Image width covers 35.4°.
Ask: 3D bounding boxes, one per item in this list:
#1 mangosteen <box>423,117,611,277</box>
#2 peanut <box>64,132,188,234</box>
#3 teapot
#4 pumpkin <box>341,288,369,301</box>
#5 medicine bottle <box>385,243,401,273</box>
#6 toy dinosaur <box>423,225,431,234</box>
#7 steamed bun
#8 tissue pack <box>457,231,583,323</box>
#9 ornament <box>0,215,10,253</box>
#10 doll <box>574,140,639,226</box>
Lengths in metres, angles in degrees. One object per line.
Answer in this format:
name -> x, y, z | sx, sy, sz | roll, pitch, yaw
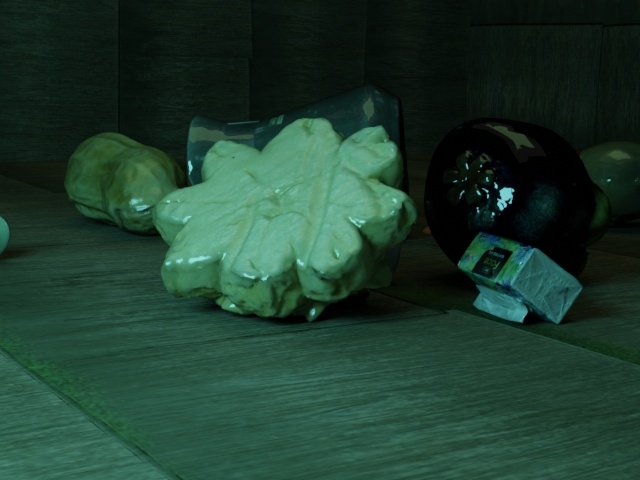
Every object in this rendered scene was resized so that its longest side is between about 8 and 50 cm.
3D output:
mangosteen -> 0.250, -0.043, 1.288 | 0.243, 0.243, 0.243 | 1, 8, 0
peanut -> -0.326, -0.098, 1.711 | 0.340, 0.158, 0.174 | 15, -6, 45
teapot -> -0.028, -0.133, 1.677 | 0.344, 0.253, 0.300 | -2, 24, 7
pumpkin -> 0.021, 0.050, 1.173 | 0.073, 0.035, 0.101 | 3, 6, -8
medicine bottle -> 0.000, 0.000, 1.272 | 0.187, 0.102, 0.103 | -1, 9, -15
toy dinosaur -> 0.298, -0.013, 1.547 | 0.288, 0.070, 0.117 | 0, 18, 17
steamed bun -> -0.041, -0.009, 1.118 | 0.295, 0.137, 0.292 | -40, 47, -21
tissue pack -> 0.210, 0.048, 1.096 | 0.085, 0.079, 0.111 | 36, -5, -24
ornament -> -0.463, 0.005, 1.289 | 0.075, 0.081, 0.156 | -32, 1, 9
doll -> 0.486, -0.113, 1.883 | 0.330, 0.174, 0.235 | 2, 2, 13
